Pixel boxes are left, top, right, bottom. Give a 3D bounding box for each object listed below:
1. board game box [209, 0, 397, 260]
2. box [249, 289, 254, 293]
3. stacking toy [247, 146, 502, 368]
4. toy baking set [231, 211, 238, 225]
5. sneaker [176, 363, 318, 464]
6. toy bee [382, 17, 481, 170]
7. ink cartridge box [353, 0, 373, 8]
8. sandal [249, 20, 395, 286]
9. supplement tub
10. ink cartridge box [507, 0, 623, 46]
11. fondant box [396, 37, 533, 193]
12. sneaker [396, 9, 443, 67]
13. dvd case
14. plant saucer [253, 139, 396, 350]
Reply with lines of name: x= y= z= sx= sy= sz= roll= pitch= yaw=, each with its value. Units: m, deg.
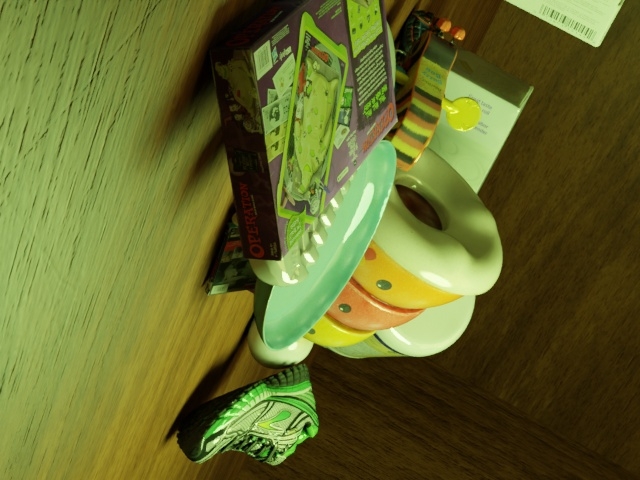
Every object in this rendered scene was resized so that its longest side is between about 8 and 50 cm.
board game box: x=-0.005 y=-0.149 z=1.286 sx=0.347 sy=0.056 sz=0.208 roll=-51 pitch=135 yaw=-56
box: x=-0.028 y=-0.063 z=1.851 sx=0.293 sy=0.057 sz=0.201 roll=-61 pitch=172 yaw=3
stacking toy: x=0.043 y=0.071 z=2.201 sx=0.480 sy=0.350 sz=0.350 roll=-47 pitch=-178 yaw=30
toy baking set: x=-0.040 y=-0.121 z=1.624 sx=0.197 sy=0.030 sz=0.256 roll=-63 pitch=173 yaw=20
sneaker: x=-0.103 y=0.312 z=2.169 sx=0.134 sy=0.146 sz=0.343 roll=-26 pitch=173 yaw=35
toy bee: x=0.146 y=-0.254 z=1.947 sx=0.162 sy=0.195 sz=0.298 roll=-51 pitch=-139 yaw=38
ink cartridge box: x=0.042 y=-0.320 z=1.119 sx=0.193 sy=0.088 sz=0.234 roll=-60 pitch=175 yaw=6
sandal: x=-0.015 y=-0.129 z=1.467 sx=0.169 sy=0.102 sz=0.416 roll=76 pitch=29 yaw=-41
supplement tub: x=0.113 y=0.107 z=2.492 sx=0.331 sy=0.241 sz=0.241 roll=-10 pitch=-136 yaw=60
ink cartridge box: x=0.267 y=-0.387 z=1.677 sx=0.066 sy=0.296 sz=0.261 roll=-60 pitch=174 yaw=-11
fondant box: x=0.209 y=-0.194 z=2.357 sx=0.096 sy=0.238 sz=0.330 roll=-52 pitch=169 yaw=-49
sneaker: x=0.158 y=-0.270 z=2.162 sx=0.087 sy=0.083 sz=0.221 roll=125 pitch=-20 yaw=-72
dvd case: x=-0.095 y=0.020 z=1.657 sx=0.087 sy=0.013 sz=0.119 roll=-8 pitch=135 yaw=-31
plant saucer: x=0.000 y=0.000 z=1.716 sx=0.318 sy=0.043 sz=0.318 roll=-52 pitch=160 yaw=-27
